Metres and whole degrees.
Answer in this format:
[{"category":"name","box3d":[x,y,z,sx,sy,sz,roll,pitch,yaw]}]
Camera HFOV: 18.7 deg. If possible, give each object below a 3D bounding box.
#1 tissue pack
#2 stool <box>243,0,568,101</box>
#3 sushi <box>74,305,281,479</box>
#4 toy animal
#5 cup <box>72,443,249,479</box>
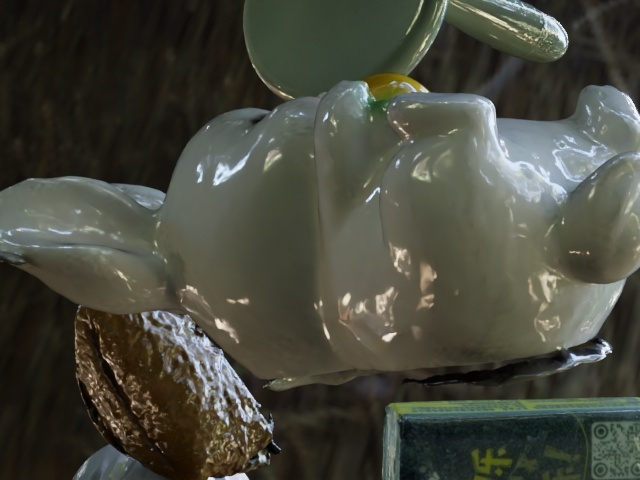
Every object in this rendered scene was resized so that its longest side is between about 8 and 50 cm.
[{"category":"tissue pack","box3d":[0.191,0.247,1.860,0.257,0.185,0.081,0,7,-9]},{"category":"stool","box3d":[0.066,-0.174,1.638,0.199,0.195,0.195,27,16,-51]},{"category":"sushi","box3d":[-0.159,0.125,1.862,0.287,0.140,0.149,52,-45,-5]},{"category":"toy animal","box3d":[0.006,-0.001,0.951,0.325,0.154,0.208,-8,-2,15]},{"category":"cup","box3d":[-0.166,0.368,1.831,0.253,0.371,0.253,1,-62,1]}]
